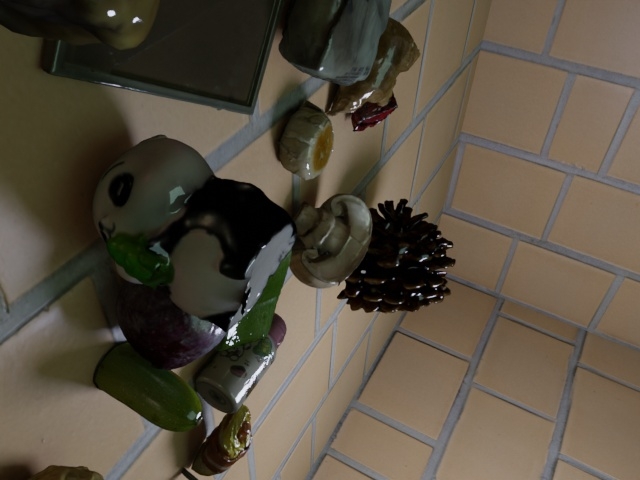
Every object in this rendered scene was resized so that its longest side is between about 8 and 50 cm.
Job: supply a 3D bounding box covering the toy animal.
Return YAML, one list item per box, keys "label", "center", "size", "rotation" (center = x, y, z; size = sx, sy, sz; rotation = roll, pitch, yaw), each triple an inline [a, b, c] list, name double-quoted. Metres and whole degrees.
- label: "toy animal"
  center: [-0.181, -0.013, 0.745]
  size: [0.212, 0.266, 0.213]
  rotation: [25, 90, -88]

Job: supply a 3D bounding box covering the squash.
- label: "squash"
  center: [-0.271, 0.245, 0.908]
  size: [0.095, 0.187, 0.095]
  rotation: [-48, 151, -38]

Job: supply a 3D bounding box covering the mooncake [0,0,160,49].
- label: "mooncake"
  center: [-0.281, -0.245, 0.315]
  size: [0.394, 0.246, 0.393]
  rotation: [-61, 153, -29]

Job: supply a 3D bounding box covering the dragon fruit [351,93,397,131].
- label: "dragon fruit"
  center: [0.122, -0.364, 1.474]
  size: [0.161, 0.120, 0.127]
  rotation: [141, -70, -81]

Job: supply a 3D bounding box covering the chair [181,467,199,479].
- label: "chair"
  center: [-0.273, 0.668, 1.212]
  size: [0.191, 0.274, 0.203]
  rotation: [-68, 158, 0]

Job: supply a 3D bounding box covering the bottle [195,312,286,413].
- label: "bottle"
  center: [-0.171, 0.267, 1.291]
  size: [0.253, 0.120, 0.120]
  rotation: [-52, 155, -40]

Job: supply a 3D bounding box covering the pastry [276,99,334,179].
- label: "pastry"
  center: [-0.028, -0.213, 1.211]
  size: [0.166, 0.088, 0.166]
  rotation: [-57, 160, -33]

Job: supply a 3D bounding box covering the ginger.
- label: "ginger"
  center: [0.110, -0.406, 1.317]
  size: [0.270, 0.123, 0.219]
  rotation: [-55, 135, -8]

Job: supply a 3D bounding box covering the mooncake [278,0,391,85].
- label: "mooncake"
  center: [0.030, -0.431, 1.062]
  size: [0.254, 0.136, 0.250]
  rotation: [-3, 111, -63]

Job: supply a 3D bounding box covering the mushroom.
- label: "mushroom"
  center: [0.000, 0.000, 1.410]
  size: [0.254, 0.195, 0.189]
  rotation: [-62, -167, -25]

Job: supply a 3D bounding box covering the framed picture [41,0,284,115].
- label: "framed picture"
  center: [-0.172, -0.356, 0.777]
  size: [0.446, 0.028, 0.326]
  rotation: [-12, 122, -66]

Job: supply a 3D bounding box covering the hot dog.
- label: "hot dog"
  center: [-0.217, 0.481, 1.315]
  size: [0.262, 0.093, 0.123]
  rotation: [-54, -177, 37]

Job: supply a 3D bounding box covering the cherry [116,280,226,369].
- label: "cherry"
  center: [-0.230, 0.111, 0.899]
  size: [0.195, 0.195, 0.195]
  rotation: [-52, 155, -37]

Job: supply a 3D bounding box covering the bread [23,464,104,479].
- label: "bread"
  center: [-0.418, 0.439, 0.812]
  size: [0.244, 0.134, 0.245]
  rotation: [-56, 160, -33]

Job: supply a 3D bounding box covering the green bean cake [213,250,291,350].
- label: "green bean cake"
  center: [-0.168, 0.098, 1.121]
  size: [0.248, 0.124, 0.222]
  rotation: [-3, 111, -71]

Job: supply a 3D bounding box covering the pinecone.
- label: "pinecone"
  center: [0.228, 0.051, 1.749]
  size: [0.398, 0.397, 0.398]
  rotation: [-52, 155, -37]
